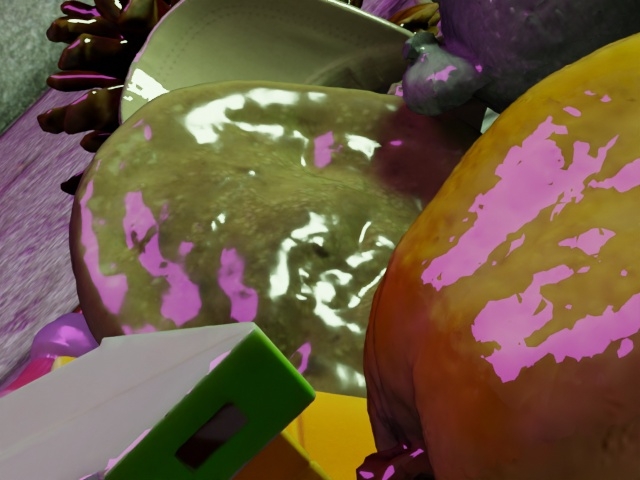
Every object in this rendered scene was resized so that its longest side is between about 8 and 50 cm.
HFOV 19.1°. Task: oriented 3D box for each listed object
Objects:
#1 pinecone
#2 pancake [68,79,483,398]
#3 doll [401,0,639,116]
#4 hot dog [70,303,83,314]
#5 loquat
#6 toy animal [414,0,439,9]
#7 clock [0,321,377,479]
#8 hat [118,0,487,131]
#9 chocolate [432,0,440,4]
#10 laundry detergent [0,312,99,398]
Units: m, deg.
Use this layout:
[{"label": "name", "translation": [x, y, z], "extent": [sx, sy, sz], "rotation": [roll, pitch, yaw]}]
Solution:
[{"label": "pinecone", "translation": [-0.058, -0.088, 1.201], "extent": [0.264, 0.264, 0.264], "rotation": [-40, 16, 14]}, {"label": "pancake", "translation": [0.000, 0.000, 0.908], "extent": [0.242, 0.242, 0.050], "rotation": [-54, -16, -32]}, {"label": "doll", "translation": [0.196, -0.179, 0.919], "extent": [0.340, 0.158, 0.246], "rotation": [-29, 8, 34]}, {"label": "hot dog", "translation": [-0.150, 0.069, 1.374], "extent": [0.140, 0.060, 0.090], "rotation": [-35, 13, 9]}, {"label": "loquat", "translation": [0.111, 0.034, 0.563], "extent": [0.234, 0.176, 0.187], "rotation": [-40, 25, -5]}, {"label": "toy animal", "translation": [0.129, -0.301, 1.384], "extent": [0.166, 0.154, 0.250], "rotation": [-66, 0, -61]}, {"label": "clock", "translation": [-0.084, 0.153, 0.676], "extent": [0.309, 0.235, 0.166], "rotation": [-27, 37, 17]}, {"label": "hat", "translation": [-0.011, -0.051, 1.042], "extent": [0.166, 0.173, 0.144], "rotation": [-63, -21, -19]}, {"label": "chocolate", "translation": [0.170, -0.241, 1.282], "extent": [0.248, 0.110, 0.110], "rotation": [-42, 16, 9]}, {"label": "laundry detergent", "translation": [-0.232, 0.185, 1.214], "extent": [0.159, 0.088, 0.335], "rotation": [-15, 32, 52]}]
